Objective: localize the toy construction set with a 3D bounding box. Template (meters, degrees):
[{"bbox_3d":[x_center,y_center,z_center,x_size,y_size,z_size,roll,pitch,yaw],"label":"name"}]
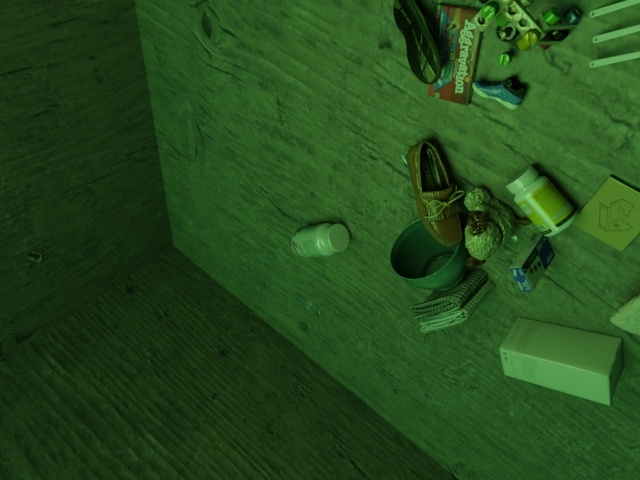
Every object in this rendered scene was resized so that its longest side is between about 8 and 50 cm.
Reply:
[{"bbox_3d":[0.525,-0.570,1.149,0.308,0.237,0.258,-1,121,47],"label":"toy construction set"}]

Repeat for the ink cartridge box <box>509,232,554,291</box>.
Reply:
[{"bbox_3d":[0.704,0.070,1.566,0.046,0.207,0.097,-12,113,52],"label":"ink cartridge box"}]

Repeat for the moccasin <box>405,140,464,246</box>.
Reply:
[{"bbox_3d":[0.412,-0.164,1.655,0.147,0.139,0.381,146,112,-83],"label":"moccasin"}]

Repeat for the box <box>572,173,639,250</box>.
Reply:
[{"bbox_3d":[0.879,-0.079,1.403,0.164,0.021,0.201,36,142,19],"label":"box"}]

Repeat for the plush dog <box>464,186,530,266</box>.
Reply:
[{"bbox_3d":[0.571,-0.024,1.609,0.210,0.225,0.263,16,132,39],"label":"plush dog"}]

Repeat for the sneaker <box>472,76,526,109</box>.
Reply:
[{"bbox_3d":[0.532,-0.457,1.397,0.152,0.058,0.085,34,148,15],"label":"sneaker"}]

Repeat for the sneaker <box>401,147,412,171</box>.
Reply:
[{"bbox_3d":[0.354,-0.277,1.769,0.144,0.053,0.059,60,146,-2],"label":"sneaker"}]

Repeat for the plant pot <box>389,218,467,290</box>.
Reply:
[{"bbox_3d":[0.443,0.074,1.829,0.292,0.293,0.196,2,148,46],"label":"plant pot"}]

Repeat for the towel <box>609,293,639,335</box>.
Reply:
[{"bbox_3d":[1.066,0.212,1.338,0.316,0.054,0.332,21,147,11],"label":"towel"}]

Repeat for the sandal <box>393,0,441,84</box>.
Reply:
[{"bbox_3d":[0.311,-0.626,1.436,0.120,0.086,0.303,147,107,-68],"label":"sandal"}]

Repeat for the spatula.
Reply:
[{"bbox_3d":[0.724,-0.492,1.090,0.242,0.019,0.168,-146,44,-70],"label":"spatula"}]

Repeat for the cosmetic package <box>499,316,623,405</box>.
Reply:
[{"bbox_3d":[0.874,0.427,1.723,0.365,0.197,0.155,10,129,44],"label":"cosmetic package"}]

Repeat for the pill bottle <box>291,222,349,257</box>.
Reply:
[{"bbox_3d":[0.000,0.000,2.312,0.283,0.160,0.161,-8,116,51],"label":"pill bottle"}]

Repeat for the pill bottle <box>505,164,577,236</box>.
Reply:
[{"bbox_3d":[0.689,-0.126,1.482,0.208,0.119,0.119,49,145,1],"label":"pill bottle"}]

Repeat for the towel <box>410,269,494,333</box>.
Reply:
[{"bbox_3d":[0.522,0.238,1.899,0.121,0.235,0.283,54,143,-2],"label":"towel"}]

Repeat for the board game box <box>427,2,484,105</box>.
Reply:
[{"bbox_3d":[0.414,-0.568,1.455,0.145,0.027,0.282,25,138,29],"label":"board game box"}]
